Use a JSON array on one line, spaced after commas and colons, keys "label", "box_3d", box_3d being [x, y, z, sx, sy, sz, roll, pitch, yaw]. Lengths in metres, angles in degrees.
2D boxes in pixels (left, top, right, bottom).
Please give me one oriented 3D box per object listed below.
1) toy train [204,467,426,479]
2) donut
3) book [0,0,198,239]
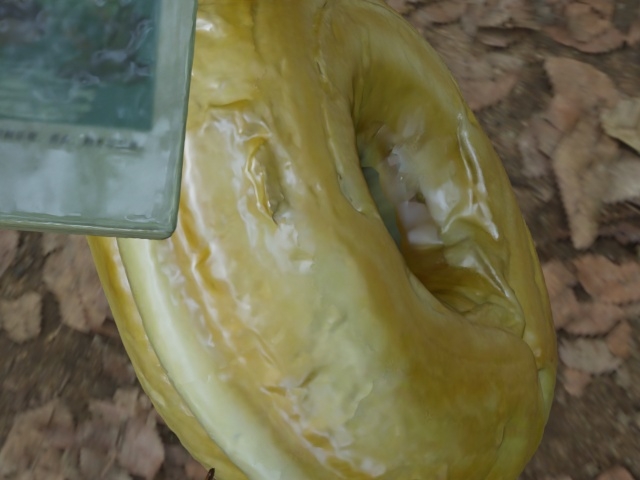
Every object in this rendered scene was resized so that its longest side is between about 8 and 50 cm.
[{"label": "toy train", "box_3d": [-0.030, 0.187, 0.415, 0.116, 0.177, 0.285, 23, 85, -14]}, {"label": "donut", "box_3d": [0.000, 0.000, 1.216, 0.198, 0.449, 0.449, -28, 100, 28]}, {"label": "book", "box_3d": [-0.145, -0.146, 0.673, 0.215, 0.025, 0.282, 3, 85, -7]}]
